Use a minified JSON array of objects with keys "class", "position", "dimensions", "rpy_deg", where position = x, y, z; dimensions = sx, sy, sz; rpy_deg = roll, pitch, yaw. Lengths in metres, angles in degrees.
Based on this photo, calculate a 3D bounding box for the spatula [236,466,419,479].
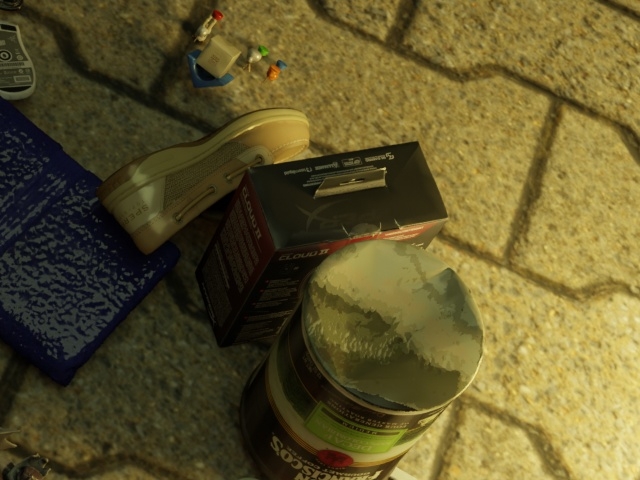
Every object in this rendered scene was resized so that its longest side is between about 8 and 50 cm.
[{"class":"spatula","position":[0.027,0.292,1.898],"dimensions":[0.242,0.019,0.168],"rpy_deg":[30,56,-1]}]

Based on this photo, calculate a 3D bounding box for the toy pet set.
[{"class":"toy pet set","position":[-0.122,-0.229,2.119],"dimensions":[0.122,0.065,0.114],"rpy_deg":[38,23,1]}]

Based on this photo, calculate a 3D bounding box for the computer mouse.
[{"class":"computer mouse","position":[-0.406,-0.242,2.028],"dimensions":[0.106,0.042,0.193],"rpy_deg":[-5,59,-26]}]

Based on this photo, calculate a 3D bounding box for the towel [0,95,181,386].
[{"class":"towel","position":[-0.343,-0.001,1.904],"dimensions":[0.308,0.076,0.228],"rpy_deg":[40,65,4]}]

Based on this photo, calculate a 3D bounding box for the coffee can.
[{"class":"coffee can","position":[0.039,0.149,1.805],"dimensions":[0.201,0.275,0.202],"rpy_deg":[8,59,-14]}]

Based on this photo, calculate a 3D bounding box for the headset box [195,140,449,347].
[{"class":"headset box","position":[0.000,0.000,1.884],"dimensions":[0.218,0.293,0.110],"rpy_deg":[-11,67,-23]}]

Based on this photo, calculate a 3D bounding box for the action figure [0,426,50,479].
[{"class":"action figure","position":[-0.364,0.295,1.719],"dimensions":[0.185,0.099,0.285],"rpy_deg":[-17,65,-16]}]

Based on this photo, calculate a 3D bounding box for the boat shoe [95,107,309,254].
[{"class":"boat shoe","position":[-0.121,-0.068,1.961],"dimensions":[0.341,0.121,0.110],"rpy_deg":[-26,81,-46]}]
